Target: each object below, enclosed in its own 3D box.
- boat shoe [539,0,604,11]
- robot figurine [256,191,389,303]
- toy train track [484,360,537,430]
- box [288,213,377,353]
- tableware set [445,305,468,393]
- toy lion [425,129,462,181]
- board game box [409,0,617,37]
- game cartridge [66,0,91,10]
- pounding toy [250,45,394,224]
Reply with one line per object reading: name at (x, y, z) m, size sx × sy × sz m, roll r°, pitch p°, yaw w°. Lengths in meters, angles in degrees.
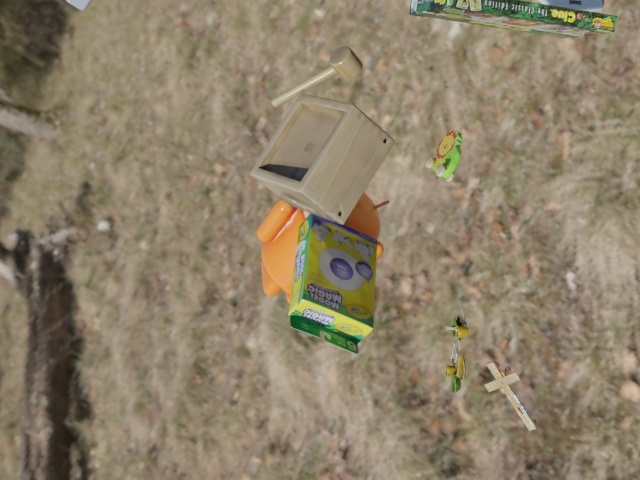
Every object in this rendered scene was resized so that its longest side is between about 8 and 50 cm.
boat shoe at (0.513, -0.501, 2.134) m, size 0.049 × 0.142 × 0.040 m, roll 88°, pitch -157°, yaw -44°
robot figurine at (0.002, 0.000, 1.498) m, size 0.219 × 0.158 × 0.128 m, roll -47°, pitch -5°, yaw 32°
toy train track at (0.204, 0.162, 1.097) m, size 0.014 × 0.083 × 0.048 m, roll -32°, pitch 0°, yaw -42°
box at (0.017, 0.054, 1.326) m, size 0.043 × 0.105 × 0.179 m, roll -48°, pitch 26°, yaw 43°
tableware set at (0.250, 0.206, 1.921) m, size 0.104 × 0.024 × 0.154 m, roll -97°, pitch 9°, yaw -46°
toy lion at (0.258, -0.176, 2.101) m, size 0.096 × 0.034 × 0.100 m, roll -59°, pitch 23°, yaw 10°
board game box at (0.270, -0.319, 1.472) m, size 0.136 × 0.259 × 0.030 m, roll -149°, pitch 65°, yaw -71°
game cartridge at (-0.289, -0.471, 1.528) m, size 0.294 × 0.060 × 0.196 m, roll -56°, pitch 21°, yaw 2°
pounding toy at (0.010, -0.141, 1.344) m, size 0.181 × 0.094 × 0.206 m, roll 22°, pitch 77°, yaw 54°
